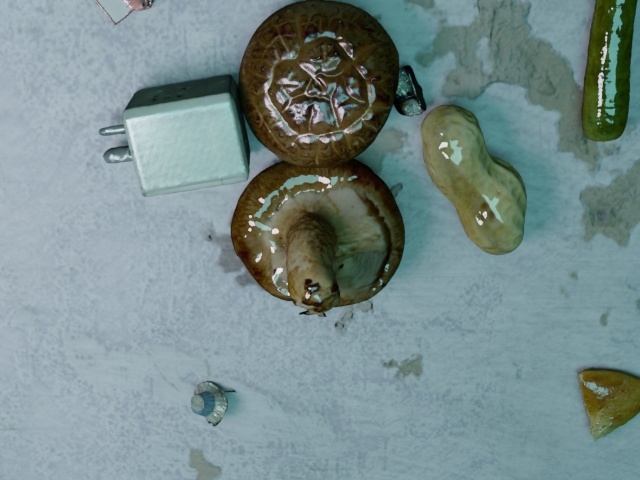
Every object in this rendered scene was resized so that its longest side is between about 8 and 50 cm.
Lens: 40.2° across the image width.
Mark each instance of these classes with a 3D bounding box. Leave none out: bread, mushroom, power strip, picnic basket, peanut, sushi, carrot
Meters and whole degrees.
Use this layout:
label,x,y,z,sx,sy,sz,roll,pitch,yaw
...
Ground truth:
label,x,y,z,sx,sy,sz,roll,pitch,yaw
bread,0.556,0.296,1.626,0.136,0.054,0.154,-16,115,-1
mushroom,-0.003,-0.234,1.305,0.253,0.153,0.253,1,100,5
power strip,-0.226,-0.155,1.324,0.224,0.140,0.139,-10,114,-1
picnic basket,-0.195,0.292,1.559,0.083,0.083,0.065,8,120,-56
peanut,0.252,-0.099,1.403,0.125,0.111,0.274,-33,112,4
sushi,0.133,-0.235,1.382,0.046,0.044,0.083,-14,113,25
mushroom,0.012,-0.010,1.383,0.267,0.254,0.267,-6,102,-31
carrot,0.453,-0.329,1.348,0.074,0.074,0.359,-2,111,-4

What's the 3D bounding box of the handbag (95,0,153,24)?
label,x,y,z,sx,sy,sz,roll,pitch,yaw
handbag,-0.254,-0.429,1.252,0.212,0.059,0.157,-34,110,11
